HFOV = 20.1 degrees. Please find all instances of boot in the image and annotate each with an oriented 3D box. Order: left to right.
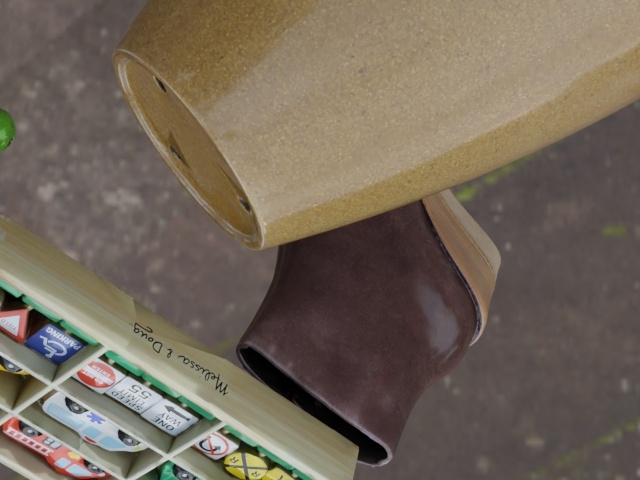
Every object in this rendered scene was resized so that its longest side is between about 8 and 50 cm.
[{"bbox_3d":[0.000,0.000,1.161,0.248,0.207,0.090,43,136,-6],"label":"boot"}]

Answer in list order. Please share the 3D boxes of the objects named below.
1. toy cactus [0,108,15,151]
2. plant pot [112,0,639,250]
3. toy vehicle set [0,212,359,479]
[{"bbox_3d":[-0.303,-0.062,1.089,0.219,0.112,0.180,-3,141,-28],"label":"toy cactus"},{"bbox_3d":[0.035,-0.116,0.876,0.254,0.237,0.237,-37,132,-15],"label":"plant pot"},{"bbox_3d":[-0.130,0.101,1.088,0.267,0.035,0.166,35,136,-21],"label":"toy vehicle set"}]
